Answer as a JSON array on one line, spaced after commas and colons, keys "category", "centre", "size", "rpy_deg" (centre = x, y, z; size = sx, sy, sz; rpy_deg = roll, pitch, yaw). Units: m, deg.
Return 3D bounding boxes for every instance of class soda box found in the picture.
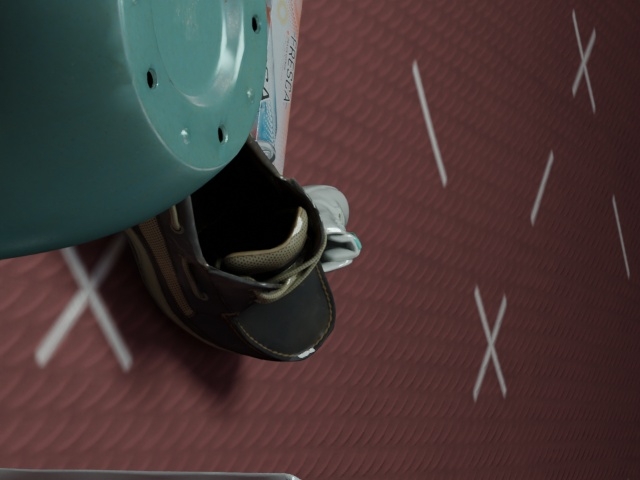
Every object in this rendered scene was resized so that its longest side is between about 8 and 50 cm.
[{"category": "soda box", "centre": [-0.061, -0.147, 1.435], "size": [0.063, 0.058, 0.183], "rpy_deg": [38, 53, -61]}]

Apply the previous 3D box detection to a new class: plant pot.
[{"category": "plant pot", "centre": [-0.172, -0.127, 0.956], "size": [0.293, 0.235, 0.293], "rpy_deg": [-2, 90, -66]}]

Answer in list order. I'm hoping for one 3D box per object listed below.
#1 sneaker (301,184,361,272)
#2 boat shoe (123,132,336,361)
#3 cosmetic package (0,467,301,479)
[{"category": "sneaker", "centre": [0.000, 0.000, 1.519], "size": [0.212, 0.094, 0.080], "rpy_deg": [-39, 123, -62]}, {"category": "boat shoe", "centre": [-0.070, 0.002, 1.271], "size": [0.132, 0.130, 0.355], "rpy_deg": [-54, 140, -13]}, {"category": "cosmetic package", "centre": [-0.133, 0.191, 0.846], "size": [0.284, 0.377, 0.097], "rpy_deg": [45, 48, -57]}]
